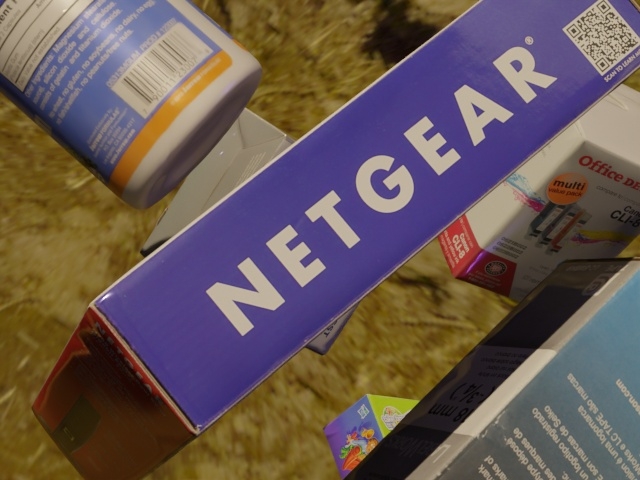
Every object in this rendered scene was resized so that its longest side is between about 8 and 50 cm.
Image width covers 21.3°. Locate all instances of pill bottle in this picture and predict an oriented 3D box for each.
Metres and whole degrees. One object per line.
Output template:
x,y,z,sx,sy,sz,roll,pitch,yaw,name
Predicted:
-0.191,-0.164,1.315,0.272,0.152,0.152,41,89,3,pill bottle

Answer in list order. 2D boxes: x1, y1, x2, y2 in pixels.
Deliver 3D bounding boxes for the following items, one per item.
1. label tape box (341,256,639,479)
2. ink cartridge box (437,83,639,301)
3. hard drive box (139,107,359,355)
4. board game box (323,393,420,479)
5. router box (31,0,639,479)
0.126,0.205,1.007,0.334,0.106,0.240,-43,107,-19,label tape box
0.197,-0.050,1.461,0.128,0.127,0.176,20,126,-31,ink cartridge box
-0.039,-0.006,1.722,0.232,0.089,0.181,30,95,-48,hard drive box
0.182,0.306,1.921,0.078,0.347,0.233,-41,55,31,board game box
0.000,0.000,0.973,0.335,0.301,0.082,-39,88,-20,router box
